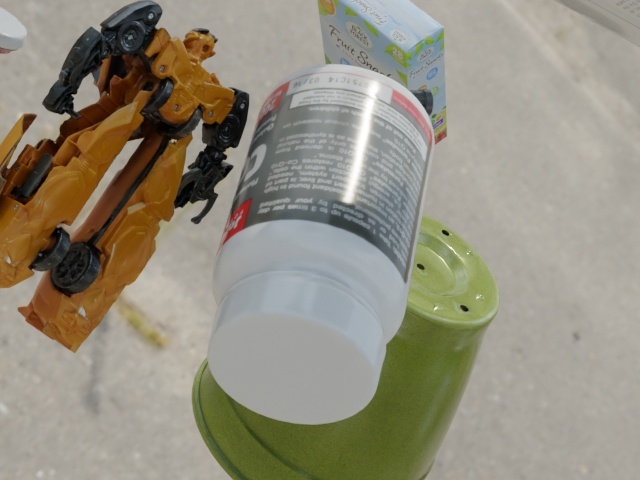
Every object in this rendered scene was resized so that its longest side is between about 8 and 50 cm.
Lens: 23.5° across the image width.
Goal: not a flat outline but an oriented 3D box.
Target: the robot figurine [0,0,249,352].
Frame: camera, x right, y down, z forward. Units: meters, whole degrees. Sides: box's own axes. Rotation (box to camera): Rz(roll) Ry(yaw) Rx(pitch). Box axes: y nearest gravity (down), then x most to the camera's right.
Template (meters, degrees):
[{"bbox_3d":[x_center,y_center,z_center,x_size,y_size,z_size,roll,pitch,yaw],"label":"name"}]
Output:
[{"bbox_3d":[-0.184,-0.063,1.304,0.085,0.291,0.211,24,-14,43],"label":"robot figurine"}]

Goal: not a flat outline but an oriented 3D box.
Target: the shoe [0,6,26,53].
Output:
[{"bbox_3d":[-0.378,-0.201,1.489,0.178,0.081,0.063,20,28,-8],"label":"shoe"}]

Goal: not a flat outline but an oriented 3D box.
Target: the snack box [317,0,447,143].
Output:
[{"bbox_3d":[0.078,-0.228,1.943,0.174,0.070,0.207,42,-23,30],"label":"snack box"}]

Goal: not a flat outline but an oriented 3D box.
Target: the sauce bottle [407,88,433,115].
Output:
[{"bbox_3d":[0.043,-0.131,1.441,0.128,0.042,0.042,-1,46,-17],"label":"sauce bottle"}]

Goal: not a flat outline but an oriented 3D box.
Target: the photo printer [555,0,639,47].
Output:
[{"bbox_3d":[0.250,-0.235,1.112,0.308,0.256,0.107,26,75,-12],"label":"photo printer"}]

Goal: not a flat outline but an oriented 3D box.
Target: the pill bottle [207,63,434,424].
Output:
[{"bbox_3d":[0.000,0.000,1.283,0.161,0.161,0.283,36,43,-22],"label":"pill bottle"}]

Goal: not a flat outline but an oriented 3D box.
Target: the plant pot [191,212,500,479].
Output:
[{"bbox_3d":[0.060,0.148,2.113,0.366,0.353,0.366,22,33,-15],"label":"plant pot"}]
